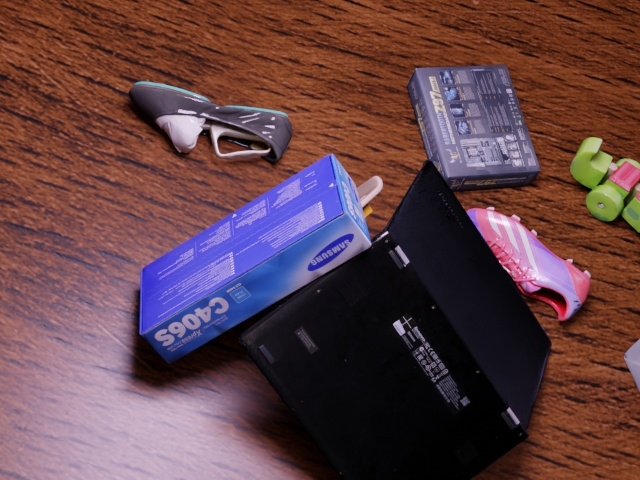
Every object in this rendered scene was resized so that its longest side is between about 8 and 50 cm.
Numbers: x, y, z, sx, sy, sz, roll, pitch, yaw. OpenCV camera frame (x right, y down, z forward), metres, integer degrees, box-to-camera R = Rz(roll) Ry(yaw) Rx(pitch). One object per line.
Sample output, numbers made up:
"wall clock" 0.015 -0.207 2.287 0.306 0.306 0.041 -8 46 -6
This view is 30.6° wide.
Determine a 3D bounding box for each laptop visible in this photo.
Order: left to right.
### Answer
"laptop" 0.136 0.153 1.782 0.408 0.236 0.382 -36 102 -3

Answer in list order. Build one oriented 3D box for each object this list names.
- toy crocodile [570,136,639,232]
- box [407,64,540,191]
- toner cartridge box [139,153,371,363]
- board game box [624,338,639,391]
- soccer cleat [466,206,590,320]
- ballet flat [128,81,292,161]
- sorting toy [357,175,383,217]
"toy crocodile" 0.584 -0.053 2.069 0.340 0.105 0.115 43 59 9
"box" 0.271 -0.203 2.092 0.183 0.059 0.233 -5 63 -19
"toner cartridge box" -0.101 0.026 1.693 0.348 0.075 0.165 -30 34 13
"board game box" 0.685 0.154 1.910 0.303 0.224 0.097 -10 63 -20
"soccer cleat" 0.338 0.036 1.966 0.248 0.083 0.095 35 62 2
"ballet flat" -0.183 -0.190 1.938 0.280 0.095 0.096 11 71 -10
"sorting toy" 0.000 0.000 1.824 0.038 0.193 0.208 47 59 -6
